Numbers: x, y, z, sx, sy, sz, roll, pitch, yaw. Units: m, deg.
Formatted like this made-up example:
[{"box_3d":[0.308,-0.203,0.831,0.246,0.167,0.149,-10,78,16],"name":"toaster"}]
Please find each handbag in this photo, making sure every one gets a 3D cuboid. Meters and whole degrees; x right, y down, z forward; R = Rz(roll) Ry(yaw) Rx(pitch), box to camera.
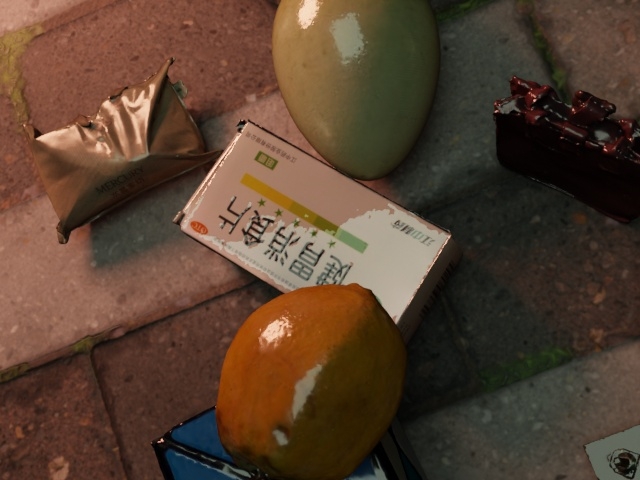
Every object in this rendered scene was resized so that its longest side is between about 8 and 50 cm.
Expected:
[{"box_3d":[0.314,-0.114,1.183,0.203,0.216,0.074,25,81,17],"name":"handbag"},{"box_3d":[-0.290,-0.135,1.383,0.270,0.117,0.182,-27,88,7],"name":"handbag"}]

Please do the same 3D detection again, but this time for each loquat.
[{"box_3d":[-0.012,0.146,0.965,0.176,0.187,0.234,29,77,9],"name":"loquat"}]

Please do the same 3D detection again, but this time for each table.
[{"box_3d":[0.442,0.253,1.132,0.240,0.111,0.122,-23,75,8],"name":"table"}]

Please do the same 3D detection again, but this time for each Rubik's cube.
[{"box_3d":[-0.018,0.291,1.164,0.246,0.250,0.248,-27,76,7],"name":"Rubik's cube"}]

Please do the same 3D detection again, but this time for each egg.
[{"box_3d":[0.047,-0.224,1.267,0.218,0.218,0.295,-5,85,12],"name":"egg"}]

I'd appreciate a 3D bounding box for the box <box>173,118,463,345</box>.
[{"box_3d":[-0.002,-0.002,1.271,0.333,0.145,0.173,31,86,16],"name":"box"}]
